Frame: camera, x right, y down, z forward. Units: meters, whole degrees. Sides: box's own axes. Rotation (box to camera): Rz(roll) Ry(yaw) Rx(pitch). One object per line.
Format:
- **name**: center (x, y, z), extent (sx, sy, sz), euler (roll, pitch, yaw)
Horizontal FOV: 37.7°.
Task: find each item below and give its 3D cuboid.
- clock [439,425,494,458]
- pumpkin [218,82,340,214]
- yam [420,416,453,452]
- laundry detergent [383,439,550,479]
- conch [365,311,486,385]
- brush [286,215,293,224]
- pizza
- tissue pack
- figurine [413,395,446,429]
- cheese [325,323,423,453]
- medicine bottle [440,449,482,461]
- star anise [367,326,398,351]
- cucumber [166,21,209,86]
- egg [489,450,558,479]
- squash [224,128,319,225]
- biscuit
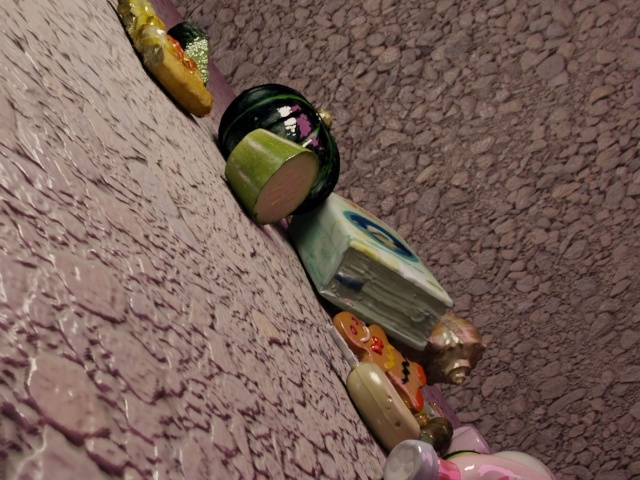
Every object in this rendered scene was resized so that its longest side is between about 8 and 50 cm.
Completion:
- **clock**: center (0.369, 0.545, 2.055), extent (0.295, 0.113, 0.322), euler (56, 3, 8)
- **pumpkin**: center (-0.077, -0.205, 2.026), extent (0.315, 0.238, 0.315), euler (58, 6, -10)
- **yam**: center (0.222, 0.386, 1.846), extent (0.061, 0.061, 0.274), euler (56, 8, 12)
- **laundry detergent**: center (0.228, 0.370, 1.282), extent (0.335, 0.159, 0.088), euler (31, -19, -26)
- **conch**: center (0.217, 0.236, 2.276), extent (0.297, 0.210, 0.352), euler (21, 9, -42)
- **brush**: center (-0.069, -0.066, 2.383), extent (0.036, 0.043, 0.248), euler (62, 0, -35)
- **pizza**: center (-0.311, -0.379, 1.789), extent (0.287, 0.075, 0.280), euler (56, 3, 11)
- **tissue pack**: center (0.099, 0.051, 2.063), extent (0.287, 0.162, 0.388), euler (31, 12, -22)
- **figurine**: center (0.229, 0.391, 2.034), extent (0.101, 0.068, 0.143), euler (51, 16, -2)
- **cheese**: center (0.075, 0.225, 1.456), extent (0.227, 0.064, 0.137), euler (57, 0, 8)
- **medicine bottle**: center (0.258, 0.443, 1.486), extent (0.124, 0.124, 0.239), euler (54, 5, -22)
- **star anise**: center (0.148, 0.277, 1.932), extent (0.234, 0.073, 0.177), euler (64, 14, 15)
- **cucumber**: center (-0.333, -0.471, 2.323), extent (0.193, 0.086, 0.115), euler (-123, -140, -49)
- **egg**: center (0.376, 0.514, 1.744), extent (0.271, 0.196, 0.196), euler (47, 6, -18)
- **squash**: center (-0.097, -0.122, 1.728), extent (0.123, 0.170, 0.170), euler (38, -1, 16)
- **biscuit**: center (0.120, 0.226, 1.824), extent (0.250, 0.036, 0.165), euler (44, 25, -16)
